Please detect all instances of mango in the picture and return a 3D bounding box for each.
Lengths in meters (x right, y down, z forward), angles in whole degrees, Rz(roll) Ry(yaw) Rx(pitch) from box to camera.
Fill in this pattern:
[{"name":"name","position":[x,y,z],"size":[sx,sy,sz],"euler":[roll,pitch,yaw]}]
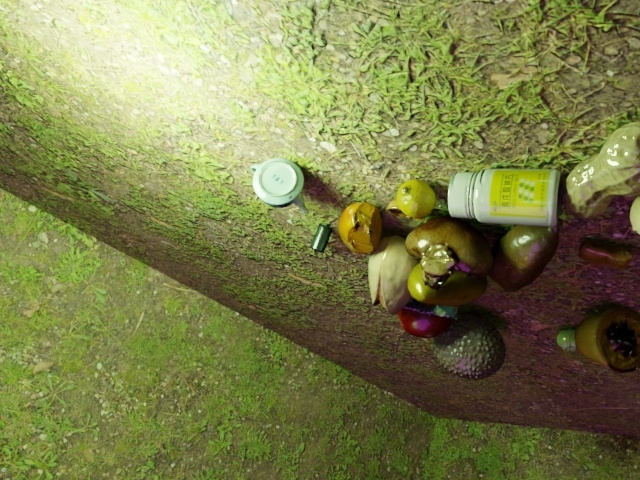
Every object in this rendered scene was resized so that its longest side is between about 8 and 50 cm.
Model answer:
[{"name":"mango","position":[0.132,-0.035,1.665],"size":[0.154,0.126,0.252],"euler":[25,156,11]},{"name":"mango","position":[0.414,0.129,1.642],"size":[0.332,0.142,0.195],"euler":[0,-150,-30]}]

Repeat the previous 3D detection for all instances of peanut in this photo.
[{"name":"peanut","position":[0.638,-0.141,1.088],"size":[0.120,0.136,0.298],"euler":[-15,160,-16]}]

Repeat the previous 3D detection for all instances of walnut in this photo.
[{"name":"walnut","position":[0.267,-0.101,1.522],"size":[0.121,0.052,0.091],"euler":[16,172,2]}]

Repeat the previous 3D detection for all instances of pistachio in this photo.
[{"name":"pistachio","position":[0.251,0.117,1.746],"size":[0.188,0.187,0.299],"euler":[12,113,18]}]

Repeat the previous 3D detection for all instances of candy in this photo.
[{"name":"candy","position":[1.066,0.385,1.850],"size":[0.336,0.092,0.093],"euler":[2,112,19]}]

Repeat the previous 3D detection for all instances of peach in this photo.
[{"name":"peach","position":[0.401,0.265,1.930],"size":[0.244,0.243,0.199],"euler":[15,-164,13]}]

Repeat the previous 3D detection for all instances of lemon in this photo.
[{"name":"lemon","position":[0.273,-0.120,1.422],"size":[0.109,0.109,0.133],"euler":[-6,157,43]}]

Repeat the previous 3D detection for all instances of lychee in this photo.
[{"name":"lychee","position":[0.615,0.429,2.048],"size":[0.300,0.300,0.300],"euler":[17,154,9]}]

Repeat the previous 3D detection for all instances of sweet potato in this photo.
[{"name":"sweet potato","position":[0.587,0.038,1.447],"size":[0.158,0.157,0.369],"euler":[16,156,10]}]

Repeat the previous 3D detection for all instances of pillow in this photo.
[{"name":"pillow","position":[0.389,0.176,1.824],"size":[0.256,0.188,0.034],"euler":[9,177,20]}]

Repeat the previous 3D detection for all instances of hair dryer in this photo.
[{"name":"hair dryer","position":[0.000,0.000,1.904],"size":[0.057,0.100,0.197],"euler":[23,173,-1]}]

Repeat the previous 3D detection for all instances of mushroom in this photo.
[{"name":"mushroom","position":[0.382,0.033,1.476],"size":[0.263,0.283,0.195],"euler":[21,121,12]}]

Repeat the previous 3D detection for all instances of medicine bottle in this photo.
[{"name":"medicine bottle","position":[0.466,-0.111,1.257],"size":[0.258,0.143,0.143],"euler":[5,150,31]}]

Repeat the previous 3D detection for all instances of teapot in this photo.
[{"name":"teapot","position":[-0.135,-0.173,1.593],"size":[0.232,0.159,0.159],"euler":[38,156,10]}]

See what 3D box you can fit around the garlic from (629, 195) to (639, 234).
[{"name":"garlic","position":[0.830,-0.052,1.018],"size":[0.286,0.313,0.249],"euler":[-42,71,54]}]

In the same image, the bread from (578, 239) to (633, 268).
[{"name":"bread","position":[0.799,0.038,1.394],"size":[0.132,0.053,0.074],"euler":[16,153,16]}]

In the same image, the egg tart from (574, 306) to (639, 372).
[{"name":"egg tart","position":[0.980,0.330,1.674],"size":[0.215,0.215,0.171],"euler":[25,169,-7]}]
